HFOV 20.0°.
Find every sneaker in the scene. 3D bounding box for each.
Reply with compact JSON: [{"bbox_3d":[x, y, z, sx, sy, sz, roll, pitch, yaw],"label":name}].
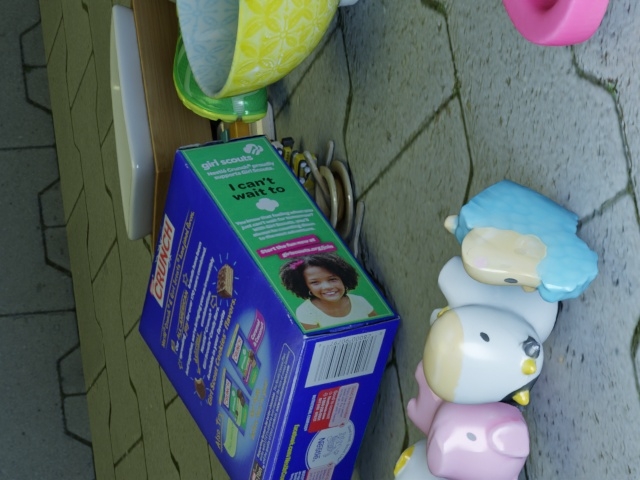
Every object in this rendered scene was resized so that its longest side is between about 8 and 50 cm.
[{"bbox_3d":[-0.124,-0.259,2.164,0.123,0.109,0.295,103,159,-49],"label":"sneaker"}]

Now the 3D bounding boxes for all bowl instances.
[{"bbox_3d":[-0.043,-0.290,1.813,0.289,0.156,0.289,175,90,-74],"label":"bowl"}]

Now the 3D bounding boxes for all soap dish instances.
[{"bbox_3d":[-0.214,-0.160,2.447,0.229,0.118,0.291,103,159,-61],"label":"soap dish"}]

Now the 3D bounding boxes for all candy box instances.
[{"bbox_3d":[-0.065,0.088,1.928,0.317,0.122,0.268,53,141,39],"label":"candy box"}]

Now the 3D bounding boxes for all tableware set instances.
[{"bbox_3d":[0.000,0.000,1.952,0.128,0.039,0.194,-114,25,-49],"label":"tableware set"}]

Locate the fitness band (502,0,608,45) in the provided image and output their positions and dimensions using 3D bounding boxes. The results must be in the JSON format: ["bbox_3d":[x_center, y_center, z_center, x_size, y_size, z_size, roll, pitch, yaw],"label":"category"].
[{"bbox_3d":[0.170,-0.283,1.280,0.209,0.054,0.291,-161,68,-72],"label":"fitness band"}]

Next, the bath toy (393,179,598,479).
[{"bbox_3d":[0.130,0.129,1.417,0.129,0.151,0.348,31,134,26],"label":"bath toy"}]

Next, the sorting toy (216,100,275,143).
[{"bbox_3d":[-0.096,-0.070,2.259,0.208,0.038,0.193,166,99,-73],"label":"sorting toy"}]

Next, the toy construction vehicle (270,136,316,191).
[{"bbox_3d":[-0.028,-0.072,2.052,0.086,0.035,0.098,50,145,45],"label":"toy construction vehicle"}]
